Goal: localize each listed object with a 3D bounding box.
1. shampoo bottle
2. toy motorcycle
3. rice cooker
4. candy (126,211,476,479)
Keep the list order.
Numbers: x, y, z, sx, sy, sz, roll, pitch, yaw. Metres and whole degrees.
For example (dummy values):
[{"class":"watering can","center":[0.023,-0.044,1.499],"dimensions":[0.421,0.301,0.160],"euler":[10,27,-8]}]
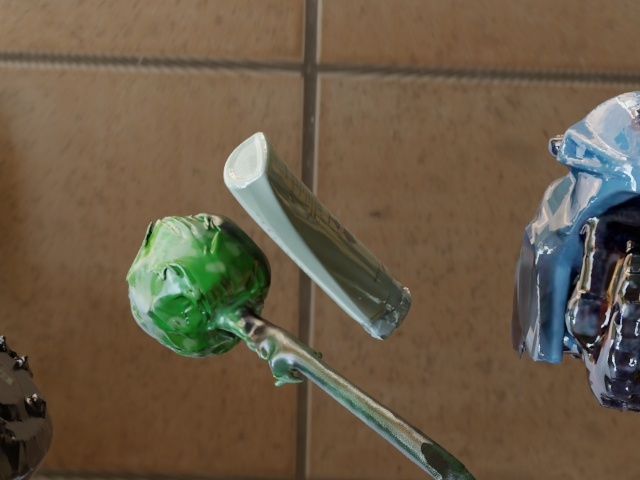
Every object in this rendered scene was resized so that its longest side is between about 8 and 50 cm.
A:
[{"class":"shampoo bottle","center":[0.000,0.000,1.284],"dimensions":[0.049,0.072,0.212],"euler":[-31,130,16]},{"class":"toy motorcycle","center":[0.246,0.002,1.275],"dimensions":[0.172,0.416,0.232],"euler":[7,93,6]},{"class":"rice cooker","center":[-0.242,0.123,0.988],"dimensions":[0.142,0.203,0.118],"euler":[42,96,-8]},{"class":"candy","center":[-0.014,0.077,0.995],"dimensions":[0.097,0.323,0.097],"euler":[-22,127,-32]}]
